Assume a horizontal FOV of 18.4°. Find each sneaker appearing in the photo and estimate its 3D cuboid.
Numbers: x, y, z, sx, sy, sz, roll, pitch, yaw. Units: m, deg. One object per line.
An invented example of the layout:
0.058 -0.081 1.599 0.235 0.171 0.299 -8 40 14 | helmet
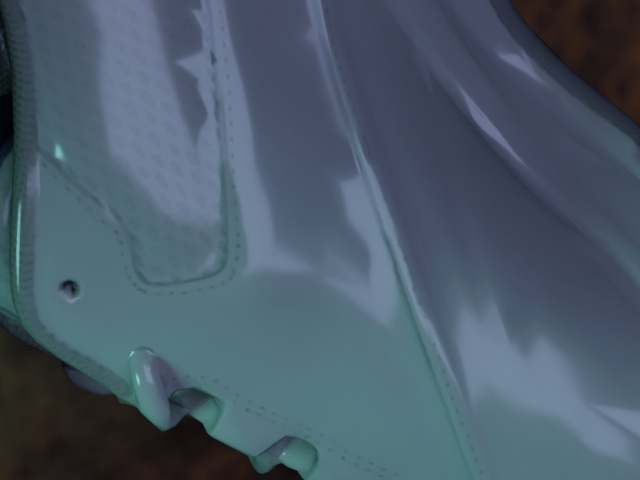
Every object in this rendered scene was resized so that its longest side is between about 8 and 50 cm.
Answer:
0.000 0.000 0.390 0.129 0.111 0.297 -40 105 -17 | sneaker
